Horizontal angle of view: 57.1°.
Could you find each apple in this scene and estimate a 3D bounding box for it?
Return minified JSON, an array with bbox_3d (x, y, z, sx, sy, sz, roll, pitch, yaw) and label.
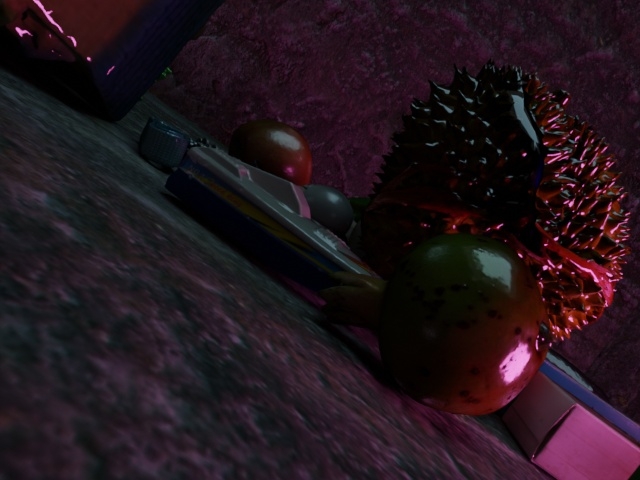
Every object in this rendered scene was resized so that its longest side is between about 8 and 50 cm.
[{"bbox_3d":[-0.108,-0.169,1.279,0.169,0.180,0.181,5,22,-33],"label":"apple"}]

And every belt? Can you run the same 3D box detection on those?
[{"bbox_3d":[-0.206,-0.134,0.835,0.100,0.065,0.179,22,10,-25],"label":"belt"}]

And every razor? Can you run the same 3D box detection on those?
[{"bbox_3d":[0.537,0.311,1.431,0.327,0.107,0.189,37,3,24],"label":"razor"}]

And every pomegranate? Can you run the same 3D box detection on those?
[{"bbox_3d":[0.101,0.070,0.524,0.205,0.159,0.159,11,-4,20],"label":"pomegranate"}]

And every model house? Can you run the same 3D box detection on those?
[{"bbox_3d":[-0.362,-0.375,0.845,0.382,0.334,0.342,29,-12,32],"label":"model house"}]

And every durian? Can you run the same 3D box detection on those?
[{"bbox_3d":[0.213,-0.025,0.753,0.348,0.384,0.347,33,-2,1],"label":"durian"}]

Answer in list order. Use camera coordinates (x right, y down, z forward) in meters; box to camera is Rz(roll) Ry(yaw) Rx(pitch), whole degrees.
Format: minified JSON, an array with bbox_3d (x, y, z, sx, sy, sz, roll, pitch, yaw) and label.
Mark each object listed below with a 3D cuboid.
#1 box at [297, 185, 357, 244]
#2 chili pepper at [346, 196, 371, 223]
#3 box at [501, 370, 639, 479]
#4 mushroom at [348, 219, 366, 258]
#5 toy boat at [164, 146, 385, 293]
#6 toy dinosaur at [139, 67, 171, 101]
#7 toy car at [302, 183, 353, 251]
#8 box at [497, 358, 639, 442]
[{"bbox_3d":[0.000,-0.028,1.079,0.146,0.088,0.200,38,4,38],"label":"box"},{"bbox_3d":[0.137,-0.005,1.495,0.385,0.167,0.213,24,-19,39],"label":"chili pepper"},{"bbox_3d":[0.309,0.240,0.632,0.199,0.081,0.135,34,4,3],"label":"box"},{"bbox_3d":[0.157,0.013,0.989,0.207,0.215,0.207,33,9,-6],"label":"mushroom"},{"bbox_3d":[-0.019,-0.001,0.642,0.295,0.088,0.129,36,4,9],"label":"toy boat"},{"bbox_3d":[-0.526,-0.476,1.290,0.500,0.144,0.374,23,-23,38],"label":"toy dinosaur"},{"bbox_3d":[-0.003,-0.019,0.801,0.139,0.112,0.112,36,4,21],"label":"toy car"},{"bbox_3d":[0.346,0.244,0.777,0.245,0.092,0.153,36,4,3],"label":"box"}]
